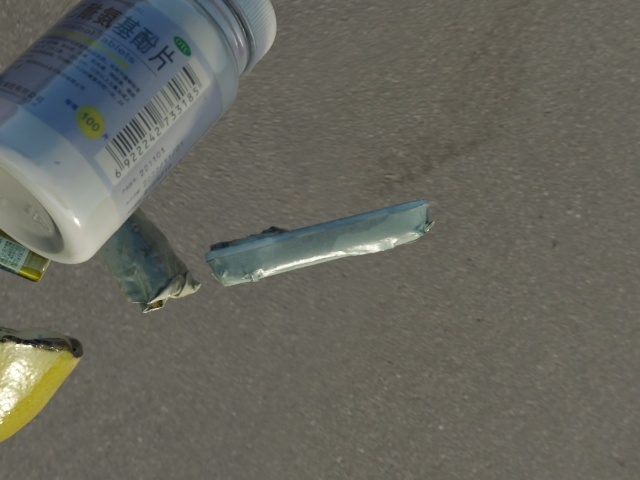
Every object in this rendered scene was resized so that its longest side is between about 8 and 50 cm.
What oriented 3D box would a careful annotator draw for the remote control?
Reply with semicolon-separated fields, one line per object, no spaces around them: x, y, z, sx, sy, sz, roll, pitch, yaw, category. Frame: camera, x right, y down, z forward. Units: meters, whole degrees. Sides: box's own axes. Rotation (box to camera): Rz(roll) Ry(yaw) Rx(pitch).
0.000;0.000;1.081;0.248;0.104;0.052;-13;90;-8;remote control

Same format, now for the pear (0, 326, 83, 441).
-0.462;0.190;1.358;0.267;0.267;0.178;12;91;-18;pear

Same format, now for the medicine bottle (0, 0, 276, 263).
-0.113;-0.084;0.572;0.103;0.103;0.186;47;61;-17;medicine bottle

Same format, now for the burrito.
-0.240;-0.032;1.153;0.082;0.059;0.275;-18;62;-46;burrito

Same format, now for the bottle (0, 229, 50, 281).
-0.475;-0.037;1.273;0.286;0.082;0.082;24;90;-18;bottle
